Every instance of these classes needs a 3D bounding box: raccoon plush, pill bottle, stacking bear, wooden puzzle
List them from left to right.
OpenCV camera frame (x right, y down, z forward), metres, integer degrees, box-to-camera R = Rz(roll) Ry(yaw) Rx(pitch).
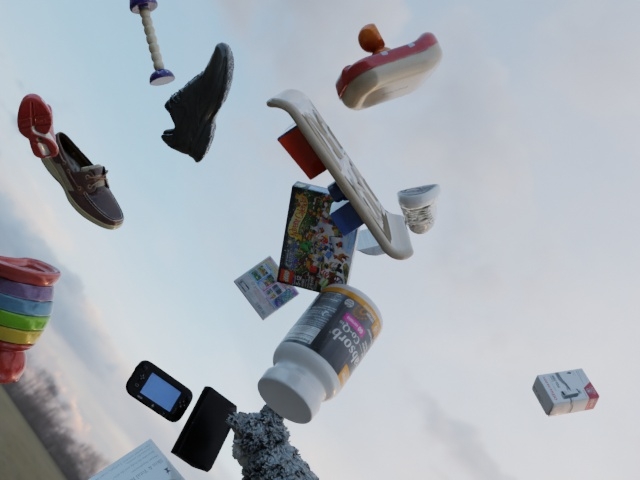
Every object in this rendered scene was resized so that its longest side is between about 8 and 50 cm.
[{"bbox_3d":[-0.721,0.193,1.825,0.164,0.288,0.175,18,3,29],"label":"stacking bear"},{"bbox_3d":[-0.065,0.575,2.029,0.447,0.216,0.299,-12,-94,41],"label":"raccoon plush"},{"bbox_3d":[0.001,0.232,1.619,0.162,0.278,0.162,23,-39,21],"label":"pill bottle"},{"bbox_3d":[0.024,-0.119,1.407,0.348,0.080,0.322,50,10,-9],"label":"wooden puzzle"}]

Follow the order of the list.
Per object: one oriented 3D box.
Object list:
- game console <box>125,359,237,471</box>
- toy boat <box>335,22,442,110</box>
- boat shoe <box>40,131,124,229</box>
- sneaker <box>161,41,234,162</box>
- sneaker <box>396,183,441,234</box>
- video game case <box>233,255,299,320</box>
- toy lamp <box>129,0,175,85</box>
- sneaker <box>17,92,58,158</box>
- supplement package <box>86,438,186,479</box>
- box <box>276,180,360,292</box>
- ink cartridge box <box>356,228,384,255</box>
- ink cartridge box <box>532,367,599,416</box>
[{"bbox_3d":[-0.398,0.477,2.189,0.044,0.213,0.361,-12,-46,47],"label":"game console"},{"bbox_3d":[0.126,-0.368,1.571,0.151,0.231,0.151,65,-19,9],"label":"toy boat"},{"bbox_3d":[-0.707,-0.185,2.369,0.342,0.123,0.123,50,-57,8],"label":"boat shoe"},{"bbox_3d":[-0.281,-0.320,1.777,0.130,0.286,0.109,21,21,-7],"label":"sneaker"},{"bbox_3d":[0.254,-0.075,1.935,0.290,0.106,0.123,-21,102,-78],"label":"sneaker"},{"bbox_3d":[-0.168,0.148,2.441,0.157,0.143,0.019,52,-15,11],"label":"video game case"},{"bbox_3d":[-0.456,-0.557,2.099,0.080,0.080,0.274,-22,-97,65],"label":"toy lamp"},{"bbox_3d":[-0.712,-0.315,1.948,0.221,0.087,0.128,108,-33,-56],"label":"sneaker"},{"bbox_3d":[-0.349,0.590,1.571,0.263,0.199,0.198,42,-41,23],"label":"supplement package"},{"bbox_3d":[0.000,0.000,1.719,0.159,0.044,0.233,13,-69,9],"label":"box"},{"bbox_3d":[0.144,0.012,2.492,0.145,0.179,0.045,-98,171,-66],"label":"ink cartridge box"},{"bbox_3d":[0.637,0.394,2.034,0.099,0.135,0.056,-111,-159,-46],"label":"ink cartridge box"}]
